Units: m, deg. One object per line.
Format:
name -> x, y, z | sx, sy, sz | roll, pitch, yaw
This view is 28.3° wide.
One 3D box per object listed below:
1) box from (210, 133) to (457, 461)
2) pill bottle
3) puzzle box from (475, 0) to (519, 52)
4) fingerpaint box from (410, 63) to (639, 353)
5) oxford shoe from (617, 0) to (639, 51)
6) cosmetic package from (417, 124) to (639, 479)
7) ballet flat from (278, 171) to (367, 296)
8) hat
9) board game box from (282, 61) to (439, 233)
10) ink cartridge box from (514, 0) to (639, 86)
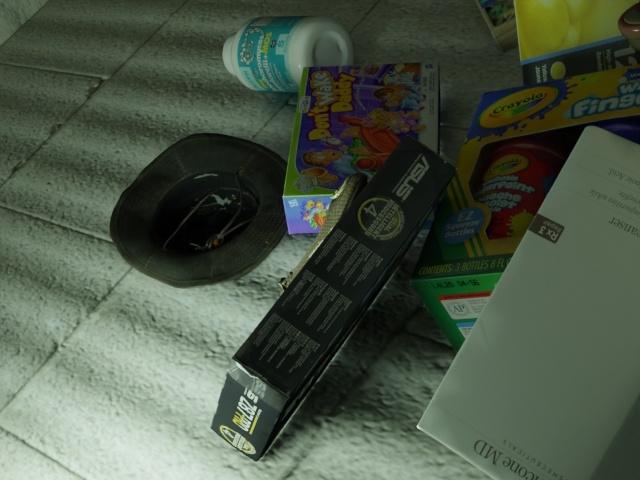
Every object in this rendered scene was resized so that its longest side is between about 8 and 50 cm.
box -> 0.010, 0.082, 1.699 | 0.097, 0.318, 0.395 | 34, 64, 7
pill bottle -> -0.071, -0.354, 2.424 | 0.264, 0.146, 0.146 | 9, 53, 47
puzzle box -> 0.459, -0.505, 2.235 | 0.409, 0.052, 0.272 | -28, 34, 11
fingerpaint box -> 0.384, -0.055, 1.643 | 0.445, 0.163, 0.371 | -6, 44, 36
oxford shoe -> 0.594, -0.288, 1.675 | 0.397, 0.146, 0.140 | -12, 27, 2
cosmetic package -> 0.301, 0.099, 1.355 | 0.217, 0.156, 0.385 | 28, 89, 38
ballet flat -> 0.000, 0.000, 1.887 | 0.084, 0.058, 0.249 | -36, -25, -59
hat -> -0.175, -0.024, 2.121 | 0.331, 0.134, 0.331 | -10, 53, 14
board game box -> 0.075, -0.154, 2.039 | 0.233, 0.078, 0.347 | -2, 41, 7
ink cartridge box -> 0.419, -0.323, 1.831 | 0.307, 0.072, 0.303 | -10, 84, 48
